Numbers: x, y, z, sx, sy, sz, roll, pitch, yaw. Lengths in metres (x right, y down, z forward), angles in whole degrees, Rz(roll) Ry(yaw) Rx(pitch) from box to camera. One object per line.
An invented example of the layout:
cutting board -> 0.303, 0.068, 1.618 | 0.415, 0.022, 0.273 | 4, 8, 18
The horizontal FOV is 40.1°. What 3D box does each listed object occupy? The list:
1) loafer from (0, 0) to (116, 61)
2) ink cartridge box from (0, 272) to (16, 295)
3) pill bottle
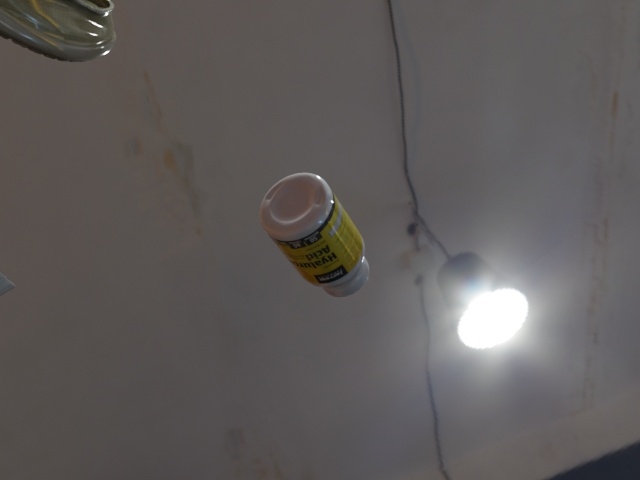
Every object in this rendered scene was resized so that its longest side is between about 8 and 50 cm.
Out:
loafer -> -0.234, -0.199, 0.611 | 0.268, 0.102, 0.092 | 8, -67, -62
ink cartridge box -> -0.346, 0.015, 0.821 | 0.063, 0.029, 0.115 | -31, -51, 3
pill bottle -> 0.000, 0.000, 0.753 | 0.065, 0.065, 0.116 | -33, -41, 4
